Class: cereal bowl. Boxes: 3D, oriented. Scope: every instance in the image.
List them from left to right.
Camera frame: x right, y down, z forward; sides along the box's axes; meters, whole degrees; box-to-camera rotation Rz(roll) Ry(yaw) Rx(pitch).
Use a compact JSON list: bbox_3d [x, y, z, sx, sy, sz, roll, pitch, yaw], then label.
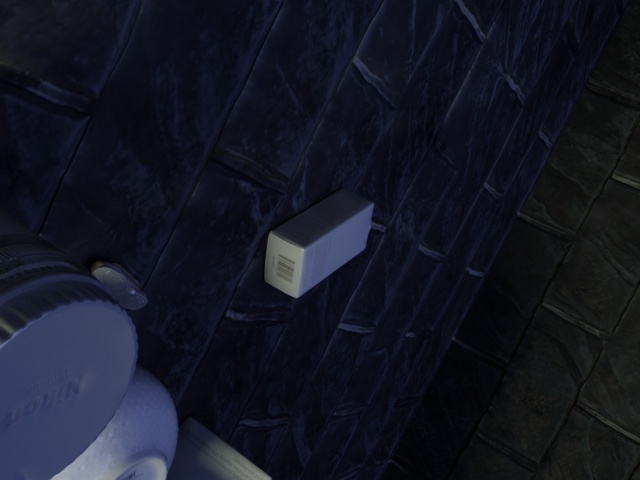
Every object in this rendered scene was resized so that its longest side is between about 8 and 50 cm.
[{"bbox_3d":[-0.334,0.350,1.145,0.339,0.141,0.339,-41,148,-33],"label":"cereal bowl"}]

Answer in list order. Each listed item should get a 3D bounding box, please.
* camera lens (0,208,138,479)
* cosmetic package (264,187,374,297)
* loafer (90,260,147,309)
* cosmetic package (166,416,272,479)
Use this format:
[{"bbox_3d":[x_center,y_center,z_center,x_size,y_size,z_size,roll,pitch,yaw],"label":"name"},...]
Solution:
[{"bbox_3d":[-0.336,0.078,0.716,0.219,0.274,0.219,-42,147,-35],"label":"camera lens"},{"bbox_3d":[0.000,0.000,1.463,0.231,0.085,0.117,-34,143,-46],"label":"cosmetic package"},{"bbox_3d":[-0.283,0.056,1.071,0.045,0.039,0.125,-26,147,3],"label":"loafer"},{"bbox_3d":[-0.185,0.527,1.504,0.156,0.217,0.385,-48,153,-26],"label":"cosmetic package"}]
